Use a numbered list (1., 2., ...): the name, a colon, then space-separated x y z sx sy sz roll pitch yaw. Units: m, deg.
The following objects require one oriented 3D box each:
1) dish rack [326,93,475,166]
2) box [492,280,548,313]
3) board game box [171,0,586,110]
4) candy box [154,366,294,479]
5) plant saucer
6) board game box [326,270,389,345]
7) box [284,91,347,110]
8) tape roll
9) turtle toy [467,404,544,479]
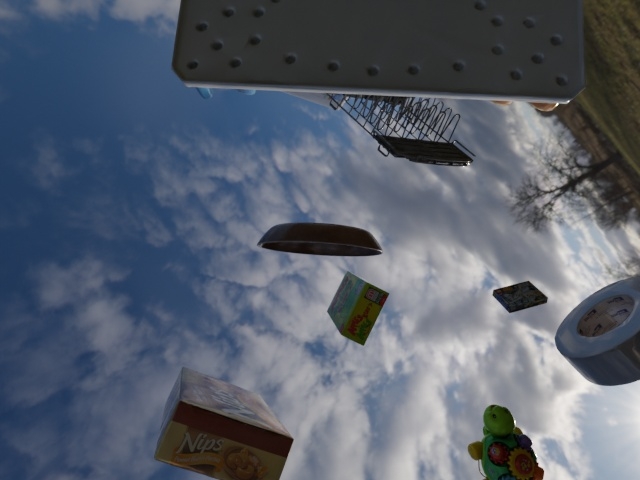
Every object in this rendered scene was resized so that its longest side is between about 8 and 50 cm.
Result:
1. dish rack: 0.133 -0.216 0.679 0.208 0.074 0.272 -5 -136 -32
2. box: 0.647 0.182 1.325 0.136 0.027 0.094 -12 -146 -9
3. board game box: 0.063 -0.327 0.436 0.389 0.050 0.391 4 -100 3
4. candy box: -0.178 0.315 0.720 0.182 0.316 0.088 25 -104 -13
5. plant saucer: 0.000 0.000 0.545 0.168 0.168 0.029 9 -99 -43
6. board game box: 0.060 0.112 0.719 0.043 0.092 0.181 26 179 -6
7. box: -0.023 -0.421 0.998 0.202 0.103 0.114 9 -118 -27
8. tape roll: 0.563 0.167 0.770 0.072 0.219 0.219 46 -147 5
9. turtle toy: 0.273 0.308 0.597 0.095 0.066 0.130 -13 -109 -16
